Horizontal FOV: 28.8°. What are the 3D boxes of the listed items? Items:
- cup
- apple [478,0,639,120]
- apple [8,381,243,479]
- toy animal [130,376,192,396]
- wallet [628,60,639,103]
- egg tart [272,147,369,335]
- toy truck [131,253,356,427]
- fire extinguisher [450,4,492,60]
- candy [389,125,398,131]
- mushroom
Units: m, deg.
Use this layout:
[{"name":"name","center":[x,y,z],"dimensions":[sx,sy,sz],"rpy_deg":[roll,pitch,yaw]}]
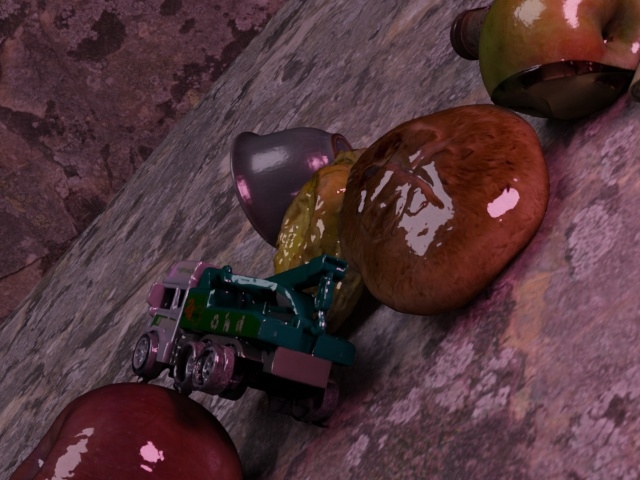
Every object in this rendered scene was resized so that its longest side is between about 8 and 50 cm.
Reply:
[{"name":"cup","center":[-0.022,-0.100,1.902],"dimensions":[0.150,0.199,0.199],"rpy_deg":[-22,28,23]},{"name":"apple","center":[0.270,-0.228,1.406],"dimensions":[0.207,0.174,0.188],"rpy_deg":[-40,15,-21]},{"name":"apple","center":[-0.237,0.314,1.462],"dimensions":[0.306,0.235,0.306],"rpy_deg":[-49,15,18]},{"name":"toy animal","center":[-0.266,0.272,1.849],"dimensions":[0.168,0.106,0.343],"rpy_deg":[-61,12,-8]},{"name":"wallet","center":[0.383,-0.222,1.301],"dimensions":[0.110,0.039,0.155],"rpy_deg":[-28,30,55]},{"name":"egg tart","center":[0.000,0.000,1.633],"dimensions":[0.279,0.095,0.279],"rpy_deg":[-161,90,-72]},{"name":"toy truck","center":[-0.088,0.112,1.496],"dimensions":[0.363,0.176,0.178],"rpy_deg":[-6,67,60]},{"name":"fire extinguisher","center":[0.243,-0.282,1.688],"dimensions":[0.106,0.075,0.252],"rpy_deg":[-14,10,-16]},{"name":"candy","center":[0.140,-0.098,1.585],"dimensions":[0.097,0.096,0.209],"rpy_deg":[-53,19,-5]},{"name":"mushroom","center":[0.128,-0.041,1.388],"dimensions":[0.278,0.146,0.278],"rpy_deg":[-22,43,23]}]
